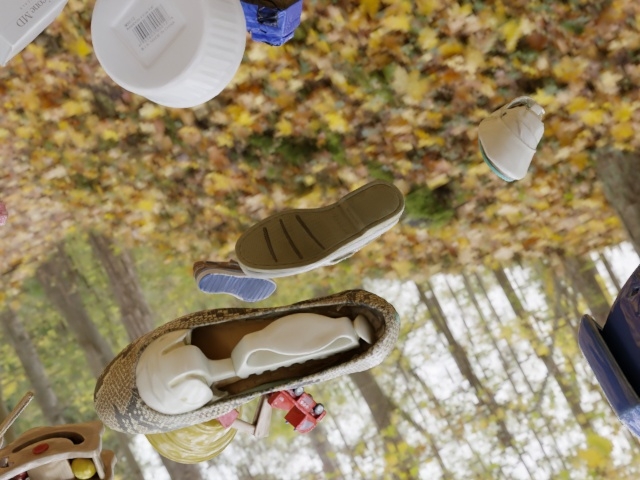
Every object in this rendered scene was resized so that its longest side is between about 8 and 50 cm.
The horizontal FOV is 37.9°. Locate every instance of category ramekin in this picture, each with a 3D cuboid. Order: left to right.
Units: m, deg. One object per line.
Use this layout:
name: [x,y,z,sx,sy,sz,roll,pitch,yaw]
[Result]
ramekin: [-0.291,-0.391,1.739,0.277,0.277,0.135,-28,175,19]

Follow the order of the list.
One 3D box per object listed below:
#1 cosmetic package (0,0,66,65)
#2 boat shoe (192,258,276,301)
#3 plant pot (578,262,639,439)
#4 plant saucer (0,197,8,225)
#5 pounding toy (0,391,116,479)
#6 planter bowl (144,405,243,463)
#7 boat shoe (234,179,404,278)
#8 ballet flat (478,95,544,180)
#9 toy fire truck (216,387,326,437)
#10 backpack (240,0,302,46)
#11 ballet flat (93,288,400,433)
cosmetic package: [-0.552,-0.428,1.597,0.151,0.184,0.151,-50,-164,-19]
boat shoe: [-0.166,0.068,1.804,0.183,0.066,0.066,16,120,-43]
plant pot: [0.470,0.157,1.152,0.212,0.236,0.236,-41,-158,17]
plant saucer: [-0.841,-0.119,2.030,0.332,0.332,0.084,-6,115,-87]
pounding toy: [-0.493,0.360,1.590,0.269,0.155,0.154,-9,-159,17]
planter bowl: [-0.215,0.293,1.689,0.217,0.217,0.090,-26,-176,-36]
boat shoe: [0.000,0.000,1.552,0.302,0.113,0.103,-19,155,-18]
ballet flat: [0.427,-0.245,2.031,0.139,0.139,0.400,-28,-170,21]
toy fire truck: [-0.088,0.280,1.548,0.135,0.192,0.047,-48,-144,-9]
backpack: [-0.111,-0.449,1.870,0.098,0.120,0.101,-47,152,-57]
ballet flat: [-0.115,0.165,1.367,0.483,0.164,0.182,-14,169,-2]
